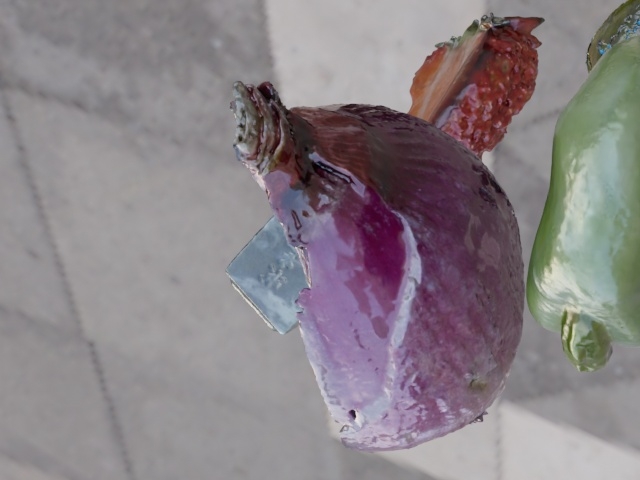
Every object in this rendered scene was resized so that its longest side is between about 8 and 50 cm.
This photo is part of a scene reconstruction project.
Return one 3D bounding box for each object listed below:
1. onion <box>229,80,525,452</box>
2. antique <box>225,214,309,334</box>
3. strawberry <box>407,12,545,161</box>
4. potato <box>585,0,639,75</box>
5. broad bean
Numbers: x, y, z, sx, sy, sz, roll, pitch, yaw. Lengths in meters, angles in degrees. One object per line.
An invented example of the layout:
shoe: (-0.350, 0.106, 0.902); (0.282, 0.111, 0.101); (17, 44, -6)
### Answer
onion: (0.061, -0.006, 1.500); (0.159, 0.267, 0.349); (-12, 146, 13)
antique: (0.000, 0.000, 1.852); (0.088, 0.086, 0.183); (47, 121, 8)
strawberry: (0.159, -0.132, 2.108); (0.098, 0.228, 0.174); (34, 143, -17)
potato: (0.330, -0.173, 1.809); (0.198, 0.054, 0.119); (-11, 109, 23)
broad bean: (0.182, -0.020, 1.263); (0.100, 0.169, 0.228); (7, 111, 12)
